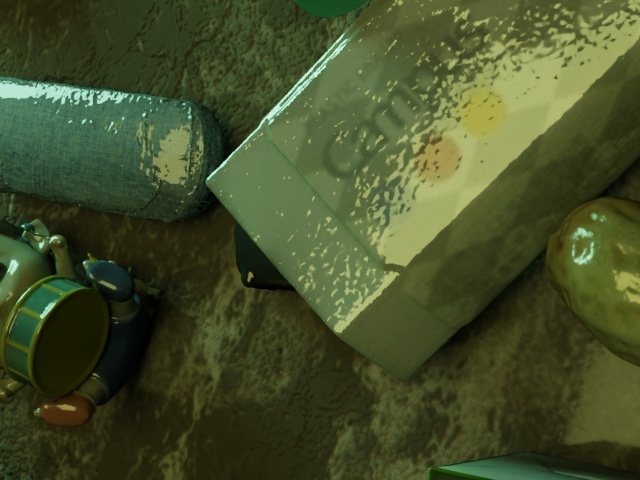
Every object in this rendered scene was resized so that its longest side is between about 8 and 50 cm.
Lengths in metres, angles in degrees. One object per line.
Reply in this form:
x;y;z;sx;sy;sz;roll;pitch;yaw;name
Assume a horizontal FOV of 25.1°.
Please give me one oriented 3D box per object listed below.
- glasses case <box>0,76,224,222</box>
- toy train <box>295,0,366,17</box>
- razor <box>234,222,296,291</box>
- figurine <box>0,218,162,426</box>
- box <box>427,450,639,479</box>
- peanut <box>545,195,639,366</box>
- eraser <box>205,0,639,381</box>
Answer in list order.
-0.210;-0.083;1.278;0.282;0.067;0.109;9;94;28;glasses case
0.016;-0.274;1.109;0.159;0.101;0.248;-44;33;24;toy train
0.000;0.000;1.160;0.148;0.054;0.090;1;83;29;razor
-0.283;0.053;1.256;0.275;0.158;0.161;16;85;29;figurine
0.185;0.234;0.966;0.195;0.177;0.148;8;91;30;box
0.268;0.044;0.971;0.257;0.123;0.123;30;101;29;peanut
0.122;-0.107;1.050;0.397;0.082;0.213;-45;67;10;eraser
